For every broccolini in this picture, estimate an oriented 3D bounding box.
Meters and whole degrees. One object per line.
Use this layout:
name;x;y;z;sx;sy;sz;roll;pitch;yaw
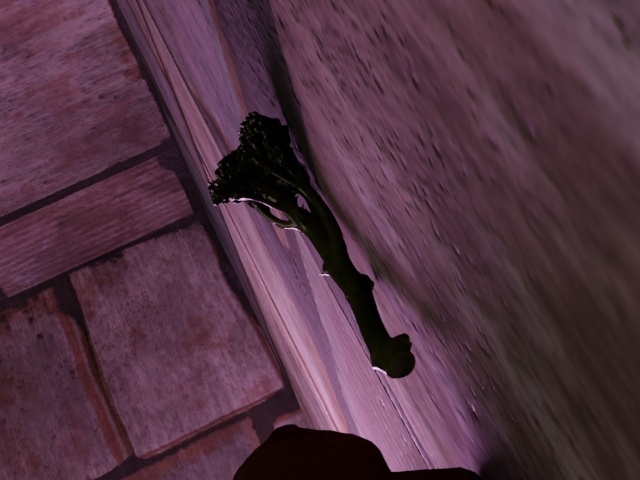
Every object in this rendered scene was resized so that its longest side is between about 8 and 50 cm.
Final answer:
broccolini;0.004;0.002;0.498;0.052;0.054;0.194;29;-165;-44

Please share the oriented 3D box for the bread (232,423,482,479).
bread;0.038;0.261;0.418;0.295;0.114;0.327;-87;-13;-57
